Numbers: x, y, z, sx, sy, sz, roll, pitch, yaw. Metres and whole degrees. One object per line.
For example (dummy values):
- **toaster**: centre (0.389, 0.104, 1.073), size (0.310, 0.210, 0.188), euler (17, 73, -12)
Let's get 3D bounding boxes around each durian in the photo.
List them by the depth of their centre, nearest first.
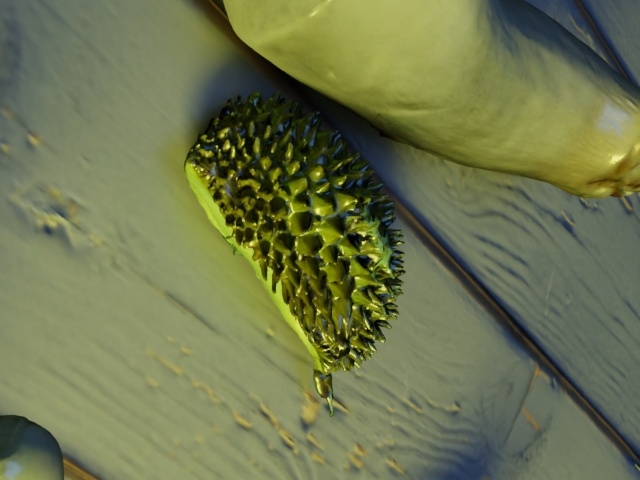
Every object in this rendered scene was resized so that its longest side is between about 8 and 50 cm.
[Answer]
- **durian**: centre (0.009, -0.001, 0.792), size (0.137, 0.095, 0.221), euler (-52, 134, -31)

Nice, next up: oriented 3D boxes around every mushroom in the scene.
- **mushroom**: centre (0.108, -0.120, 0.834), size (0.397, 0.177, 0.126), euler (24, 67, -50)

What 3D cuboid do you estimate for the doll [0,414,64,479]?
- **doll**: centre (-0.248, 0.131, 0.460), size (0.258, 0.154, 0.228), euler (-7, 135, -58)
